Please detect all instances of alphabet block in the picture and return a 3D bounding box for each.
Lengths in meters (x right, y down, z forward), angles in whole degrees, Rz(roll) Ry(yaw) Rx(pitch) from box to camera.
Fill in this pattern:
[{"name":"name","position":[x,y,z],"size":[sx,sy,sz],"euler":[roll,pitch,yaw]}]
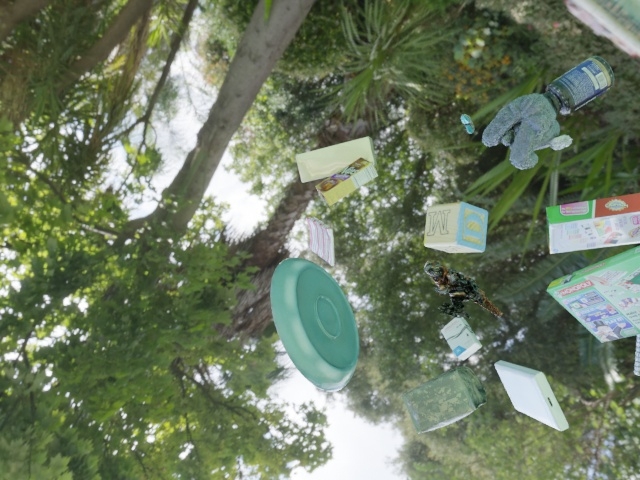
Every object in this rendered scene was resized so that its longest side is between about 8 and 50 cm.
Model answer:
[{"name":"alphabet block","position":[0.604,-0.053,2.086],"size":[0.192,0.197,0.193],"euler":[15,-101,-33]}]

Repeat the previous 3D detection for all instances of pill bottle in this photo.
[{"name":"pill bottle","position":[0.825,-0.491,1.532],"size":[0.123,0.219,0.123],"euler":[55,-169,-16]}]

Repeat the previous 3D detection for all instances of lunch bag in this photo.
[{"name":"lunch bag","position":[0.470,0.583,1.733],"size":[0.287,0.235,0.169],"euler":[23,-141,-59]}]

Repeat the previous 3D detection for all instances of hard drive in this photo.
[{"name":"hard drive","position":[0.877,0.642,1.971],"size":[0.353,0.047,0.233],"euler":[116,130,-82]}]

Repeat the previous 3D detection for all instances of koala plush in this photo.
[{"name":"koala plush","position":[0.665,-0.340,1.443],"size":[0.221,0.203,0.196],"euler":[-1,-139,-38]}]

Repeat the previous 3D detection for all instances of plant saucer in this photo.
[{"name":"plant saucer","position":[0.004,0.178,1.060],"size":[0.317,0.044,0.317],"euler":[43,-148,-37]}]

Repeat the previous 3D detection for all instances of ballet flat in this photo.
[{"name":"ballet flat","position":[0.637,-0.513,2.018],"size":[0.114,0.041,0.041],"euler":[46,-159,-42]}]

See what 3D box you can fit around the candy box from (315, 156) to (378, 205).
[{"name":"candy box","position":[0.083,-0.195,1.523],"size":[0.053,0.187,0.109],"euler":[60,177,-25]}]

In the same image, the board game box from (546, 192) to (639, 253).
[{"name":"board game box","position":[0.912,-0.051,1.517],"size":[0.242,0.317,0.064],"euler":[47,-140,-55]}]

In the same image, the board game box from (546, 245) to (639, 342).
[{"name":"board game box","position":[0.774,0.142,1.183],"size":[0.213,0.317,0.046],"euler":[45,-120,2]}]

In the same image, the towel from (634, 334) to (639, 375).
[{"name":"towel","position":[1.198,0.339,1.629],"size":[0.284,0.121,0.235],"euler":[-2,-86,-46]}]

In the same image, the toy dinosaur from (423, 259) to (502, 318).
[{"name":"toy dinosaur","position":[0.545,0.182,1.777],"size":[0.322,0.164,0.218],"euler":[13,-159,14]}]

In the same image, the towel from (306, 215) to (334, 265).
[{"name":"towel","position":[0.000,0.000,1.724],"size":[0.029,0.144,0.197],"euler":[-14,-158,-21]}]

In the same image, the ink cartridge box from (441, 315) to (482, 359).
[{"name":"ink cartridge box","position":[0.584,0.398,1.971],"size":[0.060,0.104,0.180],"euler":[28,-155,-37]}]

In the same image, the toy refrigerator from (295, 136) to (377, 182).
[{"name":"toy refrigerator","position":[0.059,-0.288,1.675],"size":[0.094,0.270,0.102],"euler":[-34,-69,-74]}]
